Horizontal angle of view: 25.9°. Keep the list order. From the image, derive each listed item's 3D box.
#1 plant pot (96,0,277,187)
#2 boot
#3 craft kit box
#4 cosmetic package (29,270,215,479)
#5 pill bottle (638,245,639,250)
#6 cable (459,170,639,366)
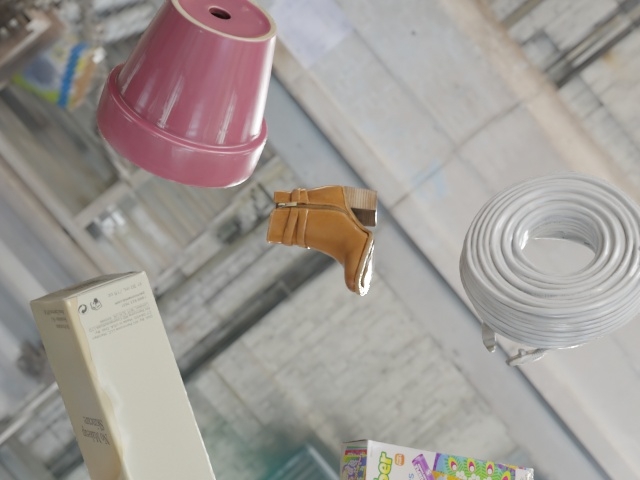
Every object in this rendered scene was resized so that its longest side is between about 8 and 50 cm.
[{"bbox_3d":[-0.140,-0.189,1.615,0.180,0.201,0.201,-65,172,31],"label":"plant pot"},{"bbox_3d":[0.000,0.000,1.936,0.197,0.152,0.073,-84,175,-48],"label":"boot"},{"bbox_3d":[0.127,0.359,1.532,0.061,0.247,0.249,-21,-119,54],"label":"craft kit box"},{"bbox_3d":[-0.240,0.200,1.714,0.113,0.309,0.160,-20,-175,-26],"label":"cosmetic package"},{"bbox_3d":[0.390,0.029,1.446,0.065,0.116,0.065,-44,167,-13],"label":"pill bottle"},{"bbox_3d":[0.310,0.022,1.832,0.257,0.257,0.089,-16,141,-2],"label":"cable"}]
